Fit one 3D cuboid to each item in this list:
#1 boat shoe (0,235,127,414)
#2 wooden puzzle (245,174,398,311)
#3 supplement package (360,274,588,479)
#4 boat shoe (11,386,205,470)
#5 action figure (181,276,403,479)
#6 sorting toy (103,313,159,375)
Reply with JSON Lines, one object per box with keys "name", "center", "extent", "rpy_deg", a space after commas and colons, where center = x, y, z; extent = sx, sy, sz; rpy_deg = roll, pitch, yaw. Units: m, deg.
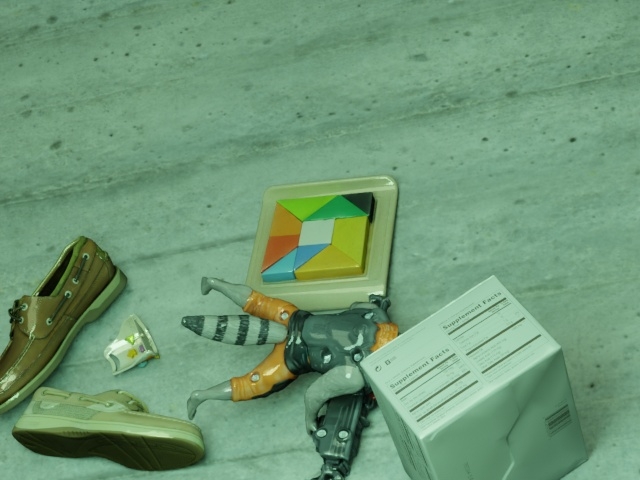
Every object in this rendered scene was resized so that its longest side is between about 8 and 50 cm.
{"name": "boat shoe", "center": [-0.426, 0.124, 2.198], "extent": [0.111, 0.104, 0.307], "rpy_deg": [-7, 39, 48]}
{"name": "wooden puzzle", "center": [0.000, 0.000, 2.210], "extent": [0.221, 0.044, 0.238], "rpy_deg": [-5, 50, 16]}
{"name": "supplement package", "center": [0.196, 0.213, 1.813], "extent": [0.204, 0.262, 0.145], "rpy_deg": [-33, 49, -9]}
{"name": "boat shoe", "center": [-0.293, 0.255, 2.063], "extent": [0.302, 0.109, 0.098], "rpy_deg": [0, 53, 27]}
{"name": "action figure", "center": [-0.018, 0.184, 1.964], "extent": [0.330, 0.178, 0.341], "rpy_deg": [2, 56, 8]}
{"name": "sorting toy", "center": [-0.286, 0.166, 2.178], "extent": [0.075, 0.045, 0.083], "rpy_deg": [-32, 48, 2]}
